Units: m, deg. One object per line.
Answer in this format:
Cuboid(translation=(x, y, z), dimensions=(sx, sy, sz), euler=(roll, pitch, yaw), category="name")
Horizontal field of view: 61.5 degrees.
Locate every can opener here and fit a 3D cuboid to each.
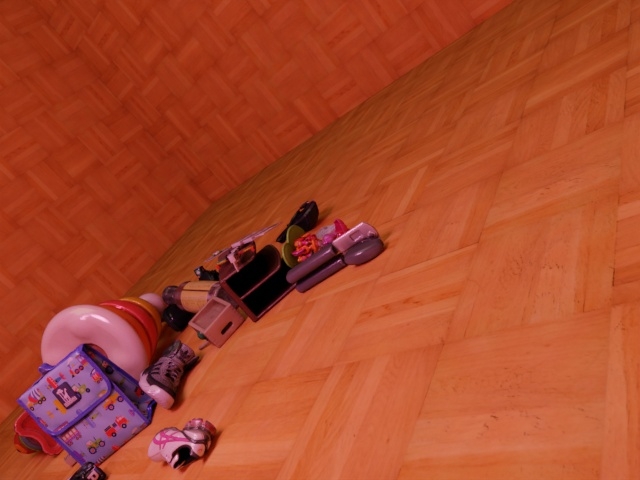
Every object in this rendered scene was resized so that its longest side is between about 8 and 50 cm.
Cuboid(translation=(0.029, 0.048, 1.335), dimensions=(0.280, 0.074, 0.093), euler=(-32, 19, 28), category="can opener")

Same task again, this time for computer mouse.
Cuboid(translation=(-0.049, -0.082, 1.881), dimensions=(0.262, 0.060, 0.184), euler=(-38, 16, 55), category="computer mouse")

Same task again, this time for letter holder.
Cuboid(translation=(-0.172, 0.073, 1.589), dimensions=(0.214, 0.152, 0.302), euler=(-39, 16, -1), category="letter holder")

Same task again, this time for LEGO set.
Cuboid(translation=(-0.228, 0.035, 1.495), dimensions=(0.244, 0.060, 0.182), euler=(-35, 11, -40), category="LEGO set")

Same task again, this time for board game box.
Cuboid(translation=(0.007, -0.010, 1.630), dimensions=(0.090, 0.020, 0.090), euler=(-49, 18, -26), category="board game box")

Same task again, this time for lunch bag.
Cuboid(translation=(-0.622, 0.422, 1.429), dimensions=(0.221, 0.293, 0.138), euler=(-40, 16, 4), category="lunch bag")

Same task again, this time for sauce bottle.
Cuboid(translation=(-0.405, 0.184, 1.774), dimensions=(0.344, 0.111, 0.111), euler=(-1, 41, 45), category="sauce bottle")

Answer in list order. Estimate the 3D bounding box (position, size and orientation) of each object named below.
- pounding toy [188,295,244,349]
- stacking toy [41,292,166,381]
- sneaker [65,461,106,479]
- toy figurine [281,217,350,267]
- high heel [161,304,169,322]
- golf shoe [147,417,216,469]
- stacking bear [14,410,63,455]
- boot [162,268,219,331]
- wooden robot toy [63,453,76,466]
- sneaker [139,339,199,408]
Cuboid(translation=(-0.306, 0.251, 1.555), dimensions=(0.141, 0.100, 0.130), euler=(-50, 33, -20), category="pounding toy")
Cuboid(translation=(-0.651, 0.310, 1.823), dimensions=(0.351, 0.350, 0.480), euler=(-35, 6, 18), category="stacking toy")
Cuboid(translation=(-0.567, 0.587, 1.255), dimensions=(0.121, 0.079, 0.217), euler=(-45, 15, -9), category="sneaker")
Cuboid(translation=(0.000, 0.000, 1.446), dimensions=(0.159, 0.130, 0.173), euler=(-21, 7, 27), category="toy figurine")
Cuboid(translation=(-0.654, 0.259, 2.113), dimensions=(0.127, 0.181, 0.377), euler=(-29, 20, 35), category="high heel")
Cuboid(translation=(-0.298, 0.426, 1.099), dimensions=(0.186, 0.067, 0.086), euler=(-31, 21, 30), category="golf shoe")
Cuboid(translation=(-0.971, 0.658, 1.858), dimensions=(0.289, 0.175, 0.164), euler=(-36, 17, 41), category="stacking bear")
Cuboid(translation=(-0.458, 0.207, 1.965), dimensions=(0.207, 0.094, 0.246), euler=(-42, 10, 8), category="boot")
Cuboid(translation=(-0.690, 0.570, 1.576), dimensions=(0.173, 0.079, 0.076), euler=(-42, 17, -6), category="wooden robot toy")
Cuboid(translation=(-0.405, 0.353, 1.460), dimensions=(0.153, 0.101, 0.268), euler=(-48, 15, -15), category="sneaker")
